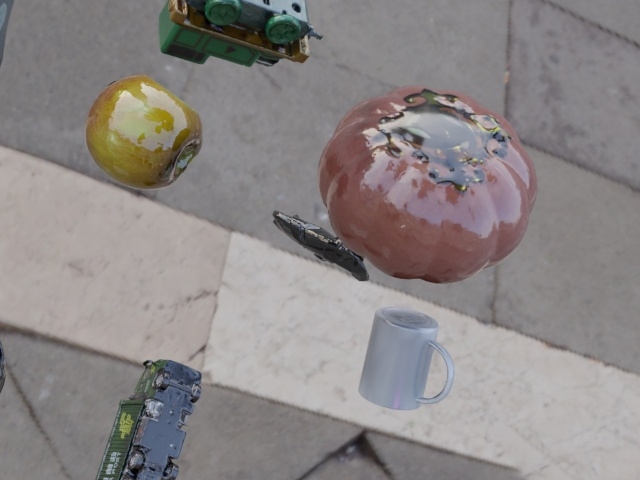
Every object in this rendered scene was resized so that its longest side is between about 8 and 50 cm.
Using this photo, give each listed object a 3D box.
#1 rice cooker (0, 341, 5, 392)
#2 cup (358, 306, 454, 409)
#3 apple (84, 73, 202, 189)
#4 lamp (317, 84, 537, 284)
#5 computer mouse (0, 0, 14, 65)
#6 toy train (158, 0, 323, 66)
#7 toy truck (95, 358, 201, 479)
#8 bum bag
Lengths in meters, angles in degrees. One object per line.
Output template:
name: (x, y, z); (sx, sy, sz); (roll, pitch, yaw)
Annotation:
rice cooker: (-0.314, 0.088, 0.755); (0.106, 0.165, 0.112); (-18, 103, -29)
cup: (0.134, 0.180, 1.443); (0.136, 0.133, 0.099); (13, 12, 8)
apple: (-0.240, -0.142, 1.337); (0.147, 0.163, 0.146); (33, 89, 23)
lamp: (0.143, -0.067, 1.342); (0.305, 0.240, 0.305); (6, 47, -7)
computer mouse: (-0.230, -0.097, 0.467); (0.090, 0.167, 0.379); (19, 21, -9)
toy train: (-0.108, -0.270, 1.184); (0.227, 0.136, 0.091); (13, 55, -32)
toy truck: (-0.274, 0.320, 1.531); (0.088, 0.121, 0.259); (30, 64, -31)
bum bag: (0.000, 0.000, 1.510); (0.197, 0.087, 0.049); (29, 78, 33)
